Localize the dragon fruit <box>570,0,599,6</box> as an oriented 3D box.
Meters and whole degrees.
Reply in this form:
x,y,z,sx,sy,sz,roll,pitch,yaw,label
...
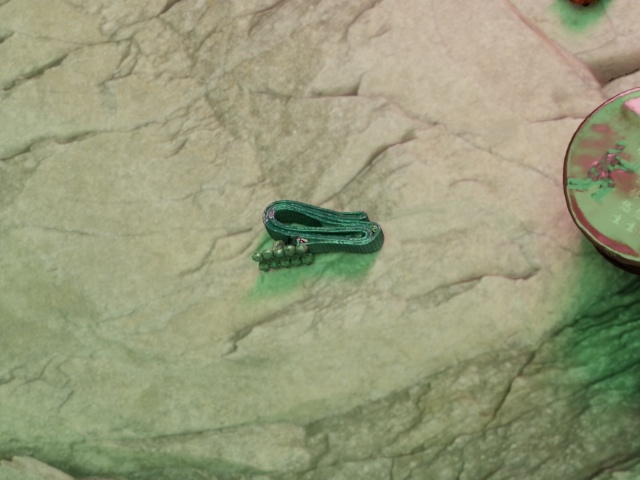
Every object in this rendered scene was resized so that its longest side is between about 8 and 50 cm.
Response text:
x,y,z,sx,sy,sz,roll,pitch,yaw,label
0.386,-0.389,1.378,0.081,0.086,0.116,11,66,55,dragon fruit

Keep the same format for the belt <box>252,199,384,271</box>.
x,y,z,sx,sy,sz,roll,pitch,yaw,label
-0.001,-0.002,1.382,0.179,0.065,0.100,5,67,16,belt

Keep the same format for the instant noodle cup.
x,y,z,sx,sy,sz,roll,pitch,yaw,label
0.427,-0.060,1.227,0.234,0.178,0.235,-3,76,13,instant noodle cup
